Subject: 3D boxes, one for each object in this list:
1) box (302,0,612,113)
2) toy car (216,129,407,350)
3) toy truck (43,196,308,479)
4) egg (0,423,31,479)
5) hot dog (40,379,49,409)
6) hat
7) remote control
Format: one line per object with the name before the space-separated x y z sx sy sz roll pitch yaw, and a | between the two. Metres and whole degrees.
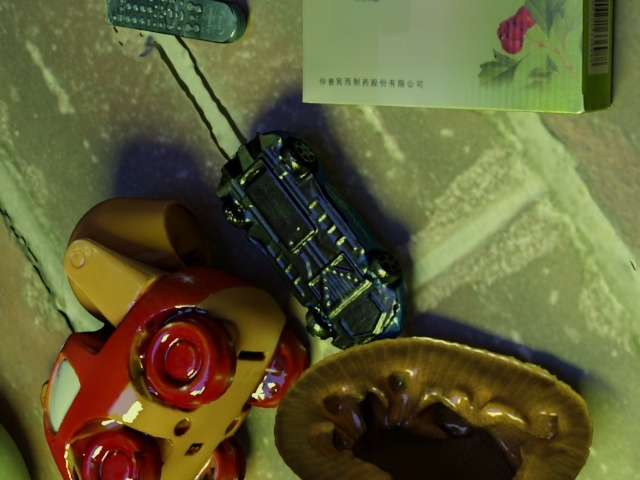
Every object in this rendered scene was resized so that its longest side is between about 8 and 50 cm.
box | 0.107 -0.195 1.389 0.260 0.062 0.175 5 100 31
toy car | 0.000 0.000 1.486 0.103 0.063 0.216 -42 82 30
toy truck | -0.159 0.103 1.527 0.239 0.189 0.265 37 102 26
egg | -0.390 0.241 1.688 0.253 0.186 0.186 48 118 14
hot dog | -0.219 0.201 1.653 0.165 0.045 0.071 60 144 9
hat | 0.096 0.236 1.437 0.233 0.244 0.233 -125 24 -44
remote control | -0.131 -0.206 1.554 0.152 0.027 0.044 15 111 30
